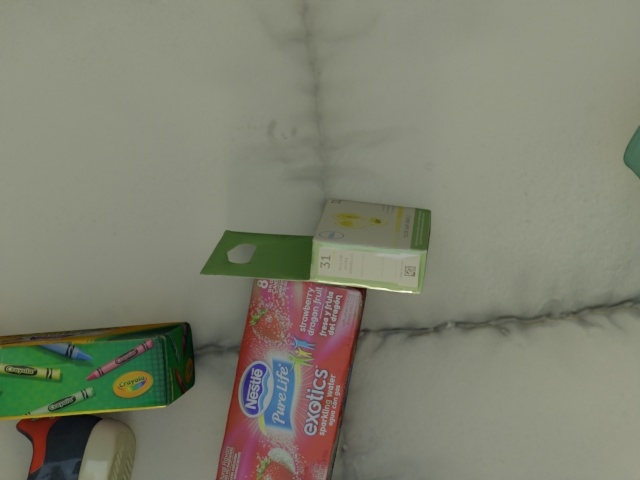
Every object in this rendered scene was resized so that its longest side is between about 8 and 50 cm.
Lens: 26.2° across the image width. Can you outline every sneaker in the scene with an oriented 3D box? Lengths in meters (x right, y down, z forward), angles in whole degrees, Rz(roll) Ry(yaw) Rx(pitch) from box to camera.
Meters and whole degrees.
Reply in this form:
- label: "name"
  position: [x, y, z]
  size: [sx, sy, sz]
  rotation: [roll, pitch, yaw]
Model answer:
- label: "sneaker"
  position: [-0.319, 0.361, 1.563]
  size: [0.148, 0.131, 0.350]
  rotation: [12, 87, 11]

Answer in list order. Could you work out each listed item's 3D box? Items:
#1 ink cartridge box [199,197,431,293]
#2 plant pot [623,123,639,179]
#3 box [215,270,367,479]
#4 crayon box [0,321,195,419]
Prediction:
- label: "ink cartridge box"
  position: [0.000, 0.000, 1.498]
  size: [0.235, 0.171, 0.056]
  rotation: [7, 107, 4]
- label: "plant pot"
  position: [0.466, -0.070, 1.429]
  size: [0.255, 0.271, 0.272]
  rotation: [43, 94, 16]
- label: "box"
  position: [-0.031, 0.164, 1.527]
  size: [0.122, 0.128, 0.257]
  rotation: [11, 93, 4]
- label: "crayon box"
  position: [-0.290, 0.145, 1.527]
  size: [0.278, 0.165, 0.081]
  rotation: [-5, 91, 4]
